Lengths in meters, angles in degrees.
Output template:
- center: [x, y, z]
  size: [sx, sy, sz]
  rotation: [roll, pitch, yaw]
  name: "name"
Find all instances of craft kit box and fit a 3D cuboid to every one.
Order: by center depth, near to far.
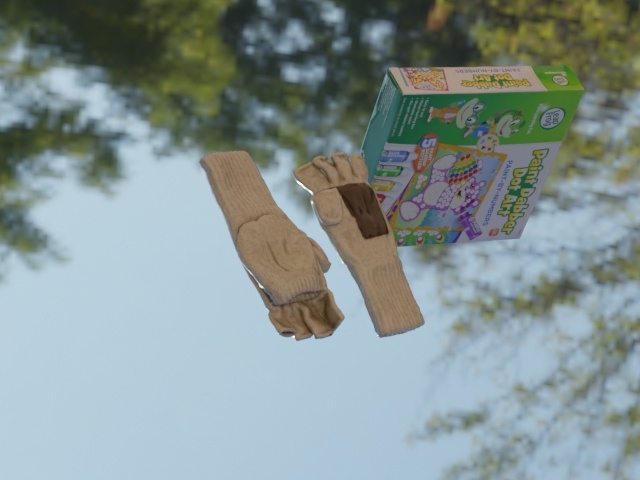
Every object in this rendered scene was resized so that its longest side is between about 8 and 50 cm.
- center: [0.166, -0.100, 2.131]
  size: [0.247, 0.250, 0.061]
  rotation: [-6, -134, -26]
  name: "craft kit box"

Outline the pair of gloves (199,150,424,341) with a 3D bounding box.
- center: [0.000, 0.000, 1.701]
  size: [0.240, 0.042, 0.204]
  rotation: [1, -120, -50]
  name: "pair of gloves"
